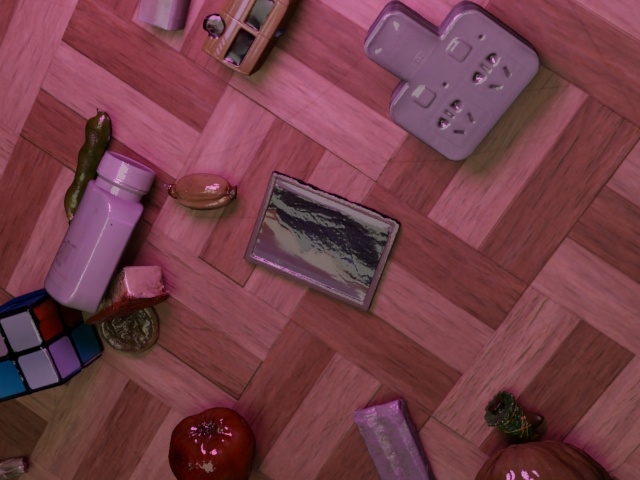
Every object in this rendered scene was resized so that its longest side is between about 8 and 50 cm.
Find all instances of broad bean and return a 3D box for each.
[{"bbox_3d":[-0.463,-0.143,1.781,0.052,0.053,0.256,16,113,-19],"label":"broad bean"}]

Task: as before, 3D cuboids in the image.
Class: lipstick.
[{"bbox_3d":[-0.258,-0.506,1.597,0.077,0.079,0.253,20,111,10],"label":"lipstick"}]

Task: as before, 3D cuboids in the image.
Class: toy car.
[{"bbox_3d":[-0.102,-0.418,1.566,0.124,0.101,0.257,34,114,0],"label":"toy car"}]

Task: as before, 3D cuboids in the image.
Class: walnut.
[{"bbox_3d":[0.413,0.490,1.614,0.283,0.227,0.283,3,73,-10],"label":"walnut"}]

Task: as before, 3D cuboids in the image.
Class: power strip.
[{"bbox_3d":[0.199,-0.297,1.515,0.261,0.141,0.229,32,114,-10],"label":"power strip"}]

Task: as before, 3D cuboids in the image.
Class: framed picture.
[{"bbox_3d":[0.000,0.000,1.704,0.265,0.018,0.192,22,110,10],"label":"framed picture"}]

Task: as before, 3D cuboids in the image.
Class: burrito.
[{"bbox_3d":[-0.744,0.535,2.071,0.185,0.041,0.045,-21,108,23],"label":"burrito"}]

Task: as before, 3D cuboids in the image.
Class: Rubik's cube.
[{"bbox_3d":[-0.581,0.204,1.848,0.167,0.183,0.180,-17,102,22],"label":"Rubik's cube"}]

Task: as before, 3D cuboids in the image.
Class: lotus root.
[{"bbox_3d":[-0.226,-0.093,1.719,0.150,0.062,0.073,3,129,17],"label":"lotus root"}]

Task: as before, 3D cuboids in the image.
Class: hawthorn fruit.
[{"bbox_3d":[-0.213,0.446,1.821,0.179,0.179,0.200,0,122,17],"label":"hawthorn fruit"}]

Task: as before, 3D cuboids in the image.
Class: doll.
[{"bbox_3d":[0.361,0.339,1.663,0.113,0.076,0.078,43,104,0],"label":"doll"}]

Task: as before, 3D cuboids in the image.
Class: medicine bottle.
[{"bbox_3d":[-0.424,-0.019,1.736,0.111,0.161,0.296,20,96,-35],"label":"medicine bottle"}]

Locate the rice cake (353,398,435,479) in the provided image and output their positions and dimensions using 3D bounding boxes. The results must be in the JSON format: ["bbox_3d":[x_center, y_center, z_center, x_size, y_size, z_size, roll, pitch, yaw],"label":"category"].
[{"bbox_3d":[0.165,0.453,1.769,0.106,0.050,0.298,-19,100,22],"label":"rice cake"}]

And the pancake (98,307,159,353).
[{"bbox_3d":[-0.399,0.171,1.869,0.139,0.022,0.139,4,106,15],"label":"pancake"}]

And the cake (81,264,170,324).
[{"bbox_3d":[-0.389,0.108,1.823,0.220,0.116,0.086,-28,69,49],"label":"cake"}]
